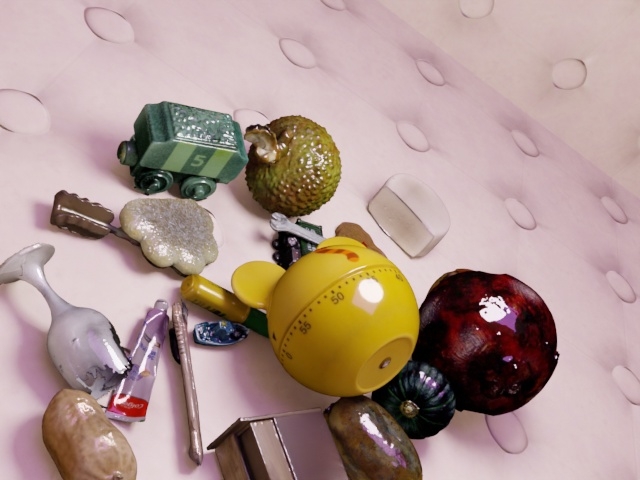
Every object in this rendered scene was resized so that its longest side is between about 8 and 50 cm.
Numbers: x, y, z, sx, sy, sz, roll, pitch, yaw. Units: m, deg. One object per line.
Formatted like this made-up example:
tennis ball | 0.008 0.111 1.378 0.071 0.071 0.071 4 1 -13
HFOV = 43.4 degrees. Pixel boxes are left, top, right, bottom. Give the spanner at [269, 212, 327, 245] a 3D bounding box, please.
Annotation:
spanner | 0.000 0.000 2.085 0.302 0.017 0.071 25 39 -21

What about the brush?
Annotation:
brush | -0.464 -0.023 1.815 0.301 0.071 0.084 25 57 -34

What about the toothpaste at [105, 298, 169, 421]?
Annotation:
toothpaste | -0.364 0.243 1.661 0.075 0.048 0.301 31 42 -22

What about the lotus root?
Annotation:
lotus root | 0.122 0.463 1.789 0.275 0.152 0.160 51 35 9

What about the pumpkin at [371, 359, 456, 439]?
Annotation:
pumpkin | 0.222 0.381 1.916 0.202 0.202 0.140 42 21 -1

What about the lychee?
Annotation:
lychee | -0.072 -0.196 2.118 0.270 0.320 0.269 2 72 -6

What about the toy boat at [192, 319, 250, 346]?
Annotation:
toy boat | -0.221 0.206 1.802 0.137 0.061 0.060 9 50 -37

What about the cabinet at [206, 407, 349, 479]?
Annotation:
cabinet | -0.089 0.456 1.620 0.215 0.148 0.174 4 52 -44

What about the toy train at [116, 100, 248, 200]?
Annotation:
toy train | -0.334 -0.219 1.958 0.299 0.238 0.166 7 54 -36

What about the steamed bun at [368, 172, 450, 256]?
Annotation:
steamed bun | 0.278 -0.082 2.427 0.241 0.146 0.164 47 41 7

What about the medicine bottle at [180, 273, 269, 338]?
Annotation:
medicine bottle | -0.199 0.157 1.854 0.261 0.095 0.064 30 77 -26

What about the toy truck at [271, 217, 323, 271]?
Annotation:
toy truck | -0.052 0.064 2.060 0.121 0.088 0.259 19 43 -28

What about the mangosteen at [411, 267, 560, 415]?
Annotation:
mangosteen | 0.407 0.265 2.082 0.381 0.421 0.380 1 87 -14

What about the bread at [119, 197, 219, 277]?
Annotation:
bread | -0.331 -0.009 1.876 0.286 0.056 0.207 -11 66 -58

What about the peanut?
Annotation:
peanut | -0.417 0.367 1.435 0.224 0.129 0.129 49 39 11

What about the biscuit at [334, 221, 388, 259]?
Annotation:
biscuit | 0.118 0.081 2.227 0.183 0.047 0.319 23 44 -19

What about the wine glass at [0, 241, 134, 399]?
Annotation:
wine glass | -0.494 0.158 1.557 0.321 0.143 0.143 52 39 7

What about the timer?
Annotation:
timer | 0.028 0.152 1.813 0.376 0.376 0.387 -5 42 -43

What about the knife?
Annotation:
knife | -0.281 0.293 1.669 0.043 0.089 0.365 -15 59 2
